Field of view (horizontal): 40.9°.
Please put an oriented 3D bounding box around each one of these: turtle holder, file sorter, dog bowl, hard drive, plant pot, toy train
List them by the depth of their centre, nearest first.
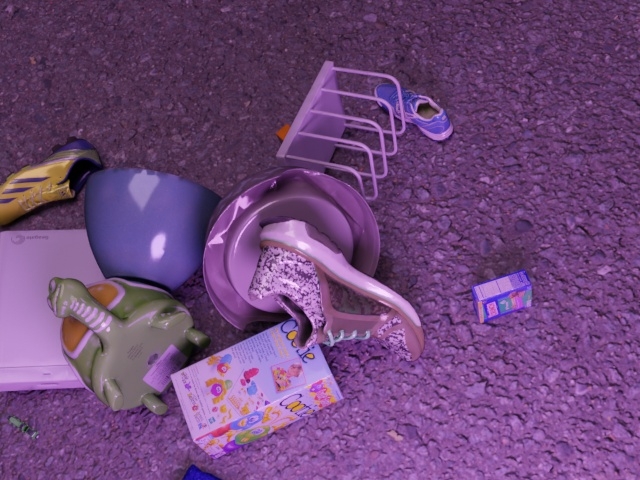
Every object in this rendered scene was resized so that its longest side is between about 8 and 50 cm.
[{"bbox_3d":[-0.393,0.187,1.628,0.227,0.320,0.243,32,106,28],"label":"turtle holder"},{"bbox_3d":[-0.064,0.015,1.657,0.349,0.349,0.102,-29,32,-5],"label":"dog bowl"},{"bbox_3d":[-0.602,0.376,1.735,0.083,0.023,0.017,25,69,22],"label":"toy train"},{"bbox_3d":[-0.349,-0.001,1.749,0.290,0.290,0.195,3,71,13],"label":"plant pot"},{"bbox_3d":[0.055,-0.201,1.794,0.173,0.193,0.277,12,57,20],"label":"file sorter"},{"bbox_3d":[-0.565,0.138,1.809,0.233,0.047,0.353,-1,59,-10],"label":"hard drive"}]

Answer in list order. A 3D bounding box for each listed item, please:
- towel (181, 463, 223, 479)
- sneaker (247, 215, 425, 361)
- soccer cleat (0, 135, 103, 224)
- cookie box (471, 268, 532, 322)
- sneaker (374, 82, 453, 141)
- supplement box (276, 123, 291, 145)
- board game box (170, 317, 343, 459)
[{"bbox_3d":[-0.214,0.576,1.516,0.228,0.076,0.308,20,67,20],"label":"towel"},{"bbox_3d":[0.017,0.135,1.567,0.158,0.410,0.182,-8,49,58],"label":"sneaker"},{"bbox_3d":[-0.632,-0.123,1.976,0.289,0.093,0.121,-39,68,-10],"label":"soccer cleat"},{"bbox_3d":[0.348,0.108,1.648,0.107,0.092,0.040,-18,57,2],"label":"cookie box"},{"bbox_3d":[0.207,-0.302,1.907,0.211,0.081,0.080,33,74,27],"label":"sneaker"},{"bbox_3d":[-0.055,-0.205,1.897,0.036,0.098,0.062,-42,63,-8],"label":"supplement box"},{"bbox_3d":[-0.116,0.276,1.621,0.275,0.142,0.144,-25,60,-2],"label":"board game box"}]
